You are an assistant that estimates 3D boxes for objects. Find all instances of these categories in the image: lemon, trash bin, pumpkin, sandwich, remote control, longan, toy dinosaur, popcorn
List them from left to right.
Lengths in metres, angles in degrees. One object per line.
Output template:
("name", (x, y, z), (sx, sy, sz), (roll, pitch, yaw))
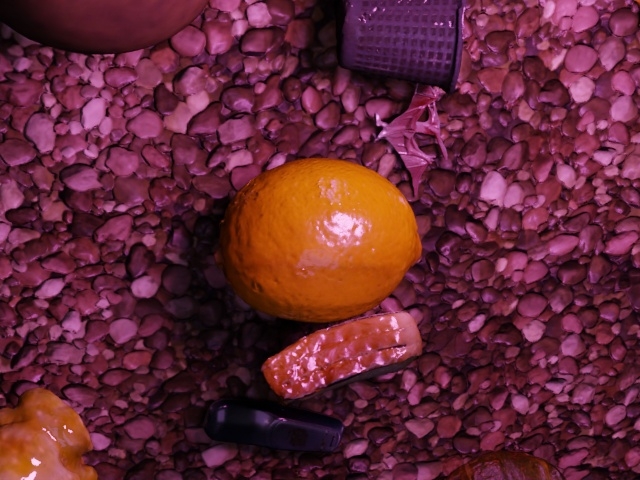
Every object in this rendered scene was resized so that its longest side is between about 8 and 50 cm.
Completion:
("popcorn", (-0.437, 0.357, 1.960), (0.235, 0.242, 0.250), (48, 139, 0))
("longan", (-0.265, -0.362, 1.590), (0.318, 0.319, 0.319), (-5, 117, -10))
("remote control", (-0.069, 0.287, 2.109), (0.222, 0.042, 0.072), (10, 111, -18))
("lemon", (-0.005, 0.000, 1.874), (0.263, 0.236, 0.236), (-20, 123, -33))
("sandwich", (0.030, 0.167, 1.964), (0.226, 0.251, 0.087), (-16, 83, -2))
("trash bin", (0.101, -0.280, 1.801), (0.161, 0.175, 0.175), (1, 117, -2))
("toy dinosaur", (0.127, -0.155, 1.937), (0.108, 0.032, 0.220), (-9, 127, -12))
("pumpkin", (0.297, 0.463, 2.200), (0.260, 0.189, 0.260), (-5, 116, -11))

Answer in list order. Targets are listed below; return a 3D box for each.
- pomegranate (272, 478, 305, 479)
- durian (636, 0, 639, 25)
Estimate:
("pomegranate", (-0.066, 0.493, 2.112), (0.270, 0.254, 0.254), (-23, 122, 28))
("durian", (0.531, -0.308, 1.923), (0.140, 0.078, 0.224), (-36, 117, 6))
